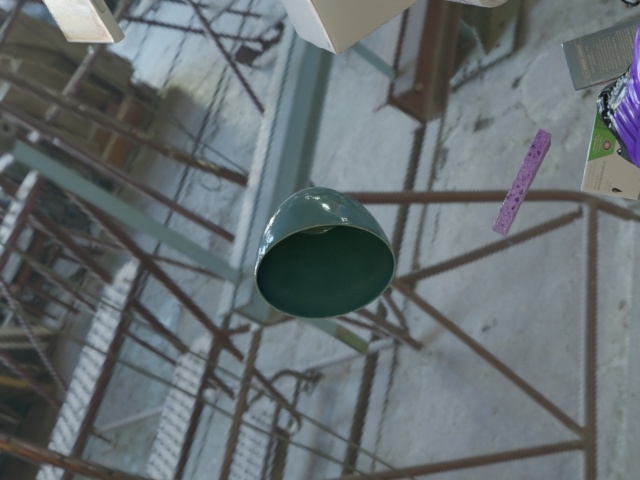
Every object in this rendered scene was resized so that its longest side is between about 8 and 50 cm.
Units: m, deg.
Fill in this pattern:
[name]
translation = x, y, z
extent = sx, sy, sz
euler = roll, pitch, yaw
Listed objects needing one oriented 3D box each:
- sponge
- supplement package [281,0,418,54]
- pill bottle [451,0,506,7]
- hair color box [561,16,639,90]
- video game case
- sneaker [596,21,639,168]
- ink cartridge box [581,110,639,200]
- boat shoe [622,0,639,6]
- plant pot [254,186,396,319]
[sponge]
translation = 0.390, -0.109, 1.780
extent = 0.210, 0.031, 0.117
euler = -64, -13, 1
[supplement package]
translation = 0.076, -0.522, 1.775
extent = 0.293, 0.175, 0.177
euler = -36, 34, -10
[pill bottle]
translation = 0.143, -0.446, 1.344
extent = 0.302, 0.169, 0.169
euler = 22, 79, 34
[hair color box]
translation = 0.723, -0.425, 1.954
extent = 0.375, 0.113, 0.185
euler = -15, 3, 25
[video game case]
translation = -0.437, -0.432, 1.568
extent = 0.026, 0.206, 0.227
euler = -41, 31, -22
[sneaker]
translation = 0.489, -0.226, 1.421
extent = 0.102, 0.293, 0.146
euler = -36, 40, -22
[ink cartridge box]
translation = 0.675, -0.172, 1.933
extent = 0.092, 0.220, 0.160
euler = -60, -24, -50
[boat shoe]
translation = 0.539, -0.484, 1.698
extent = 0.049, 0.040, 0.142
euler = -38, 70, 4
[plant pot]
translation = 0.000, 0.000, 1.943
extent = 0.290, 0.290, 0.195
euler = -41, 38, 29
